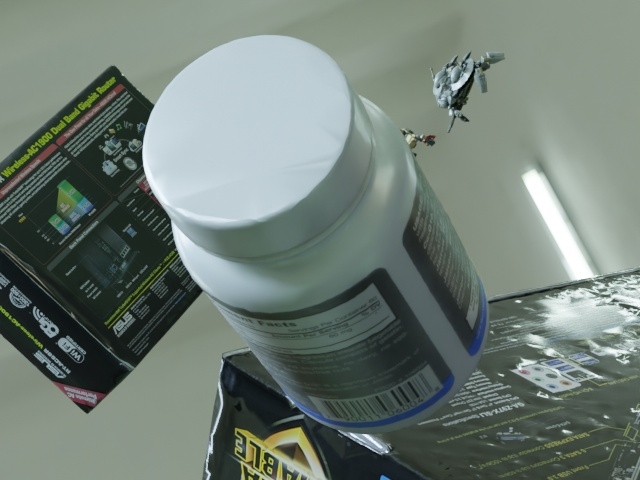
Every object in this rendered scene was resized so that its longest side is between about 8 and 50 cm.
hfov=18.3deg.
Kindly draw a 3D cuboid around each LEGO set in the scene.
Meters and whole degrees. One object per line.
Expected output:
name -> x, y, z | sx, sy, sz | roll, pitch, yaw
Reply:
LEGO set -> 0.067, -0.080, 1.113 | 0.023, 0.054, 0.083 | 32, -78, -24

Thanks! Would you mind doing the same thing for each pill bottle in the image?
pill bottle -> 0.000, 0.000, 0.622 | 0.078, 0.078, 0.137 | -28, -35, 4

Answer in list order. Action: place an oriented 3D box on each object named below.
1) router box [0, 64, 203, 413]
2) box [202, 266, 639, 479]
router box -> -0.087, -0.003, 0.784 | 0.038, 0.092, 0.122 | -43, 4, 41
box -> 0.153, 0.099, 0.786 | 0.322, 0.257, 0.079 | -10, -62, -43
